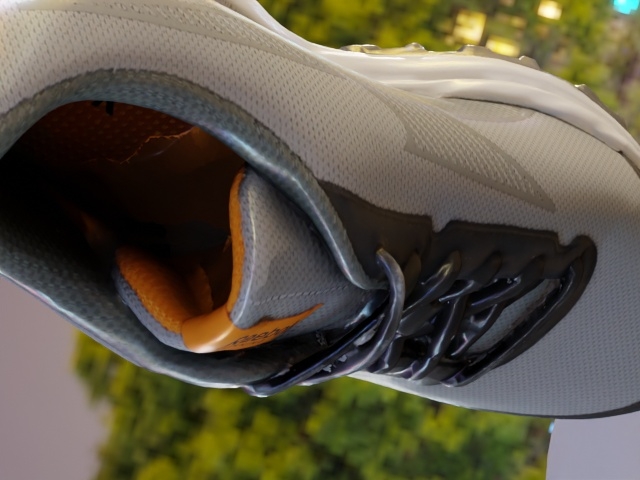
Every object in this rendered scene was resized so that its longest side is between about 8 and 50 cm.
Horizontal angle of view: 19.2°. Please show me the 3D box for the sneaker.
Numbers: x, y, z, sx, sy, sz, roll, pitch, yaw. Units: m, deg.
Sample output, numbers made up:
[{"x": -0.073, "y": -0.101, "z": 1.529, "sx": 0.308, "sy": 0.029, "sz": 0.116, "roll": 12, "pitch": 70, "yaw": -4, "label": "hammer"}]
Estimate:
[{"x": 0.000, "y": 0.000, "z": 0.446, "sx": 0.100, "sy": 0.271, "sz": 0.108, "roll": -47, "pitch": 42, "yaw": 25, "label": "sneaker"}]

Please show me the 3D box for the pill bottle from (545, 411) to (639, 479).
[{"x": 0.256, "y": 0.108, "z": 0.786, "sx": 0.176, "sy": 0.319, "sz": 0.176, "roll": -16, "pitch": 71, "yaw": 56, "label": "pill bottle"}]
